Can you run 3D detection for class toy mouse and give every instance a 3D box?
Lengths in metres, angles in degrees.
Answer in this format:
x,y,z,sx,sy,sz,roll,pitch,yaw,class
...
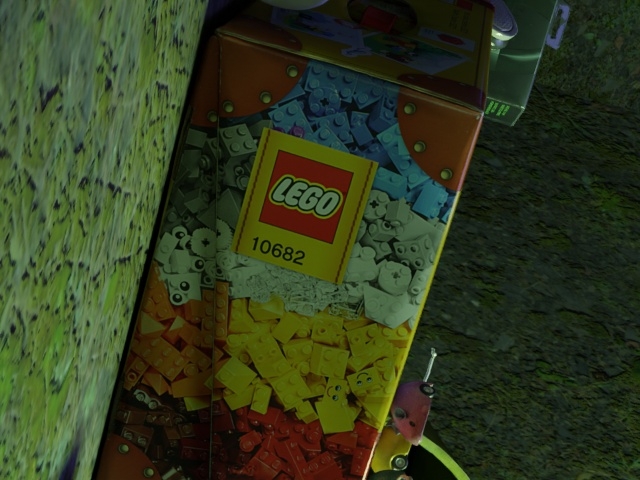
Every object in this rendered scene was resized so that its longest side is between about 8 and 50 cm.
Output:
x,y,z,sx,sy,sz,roll,pitch,yaw,class
0.057,0.164,1.138,0.143,0.031,0.161,-63,171,-80,toy mouse

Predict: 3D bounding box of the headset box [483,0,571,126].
x,y,z,sx,sy,sz,roll,pitch,yaw,class
0.144,-0.286,1.662,0.131,0.283,0.246,77,29,-85,headset box

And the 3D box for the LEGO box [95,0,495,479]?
x,y,z,sx,sy,sz,roll,pitch,yaw,class
0.000,-0.019,1.236,0.500,0.193,0.372,-67,174,-71,LEGO box

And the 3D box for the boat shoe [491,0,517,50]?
x,y,z,sx,sy,sz,roll,pitch,yaw,class
0.096,-0.255,1.484,0.084,0.233,0.079,-32,153,-53,boat shoe

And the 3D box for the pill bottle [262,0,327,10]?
x,y,z,sx,sy,sz,roll,pitch,yaw,class
-0.007,-0.226,0.981,0.078,0.078,0.137,104,4,-54,pill bottle

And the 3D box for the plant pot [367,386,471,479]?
x,y,z,sx,sy,sz,roll,pitch,yaw,class
-0.007,0.283,1.600,0.353,0.366,0.366,-90,-164,-75,plant pot
